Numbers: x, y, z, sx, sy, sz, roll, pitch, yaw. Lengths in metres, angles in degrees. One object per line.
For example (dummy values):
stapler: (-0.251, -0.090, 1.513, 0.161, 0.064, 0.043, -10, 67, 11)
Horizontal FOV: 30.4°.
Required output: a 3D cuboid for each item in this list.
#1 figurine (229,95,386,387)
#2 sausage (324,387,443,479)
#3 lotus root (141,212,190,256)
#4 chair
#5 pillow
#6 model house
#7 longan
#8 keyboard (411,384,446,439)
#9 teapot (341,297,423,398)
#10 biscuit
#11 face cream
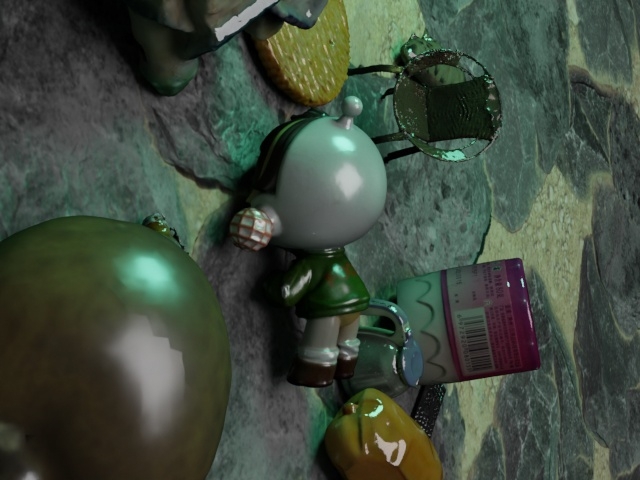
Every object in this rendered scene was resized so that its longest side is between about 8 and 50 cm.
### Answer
figurine: (0.000, 0.000, 1.523, 0.281, 0.167, 0.370, -7, 99, -54)
sausage: (0.094, 0.306, 1.647, 0.241, 0.120, 0.136, 52, 29, -39)
lotus root: (-0.183, 0.043, 1.297, 0.088, 0.088, 0.165, 53, 33, -39)
chair: (0.153, -0.194, 1.761, 0.149, 0.213, 0.174, 16, 69, -62)
pillow: (0.202, -0.293, 2.002, 0.241, 0.051, 0.093, 32, 62, -50)
model house: (-0.122, -0.331, 1.359, 0.298, 0.243, 0.284, -42, 150, -24)
longan: (-0.214, 0.127, 1.076, 0.300, 0.243, 0.300, 14, 65, -32)
keyboard: (0.160, 0.294, 1.854, 0.061, 0.013, 0.204, 61, 38, -32)
teapot: (0.093, 0.159, 1.685, 0.111, 0.108, 0.149, 17, 70, -58)
biscuit: (-0.031, -0.311, 1.649, 0.254, 0.035, 0.254, 17, 70, -57)
face cream: (0.224, 0.125, 1.780, 0.175, 0.195, 0.175, -9, 90, -81)
